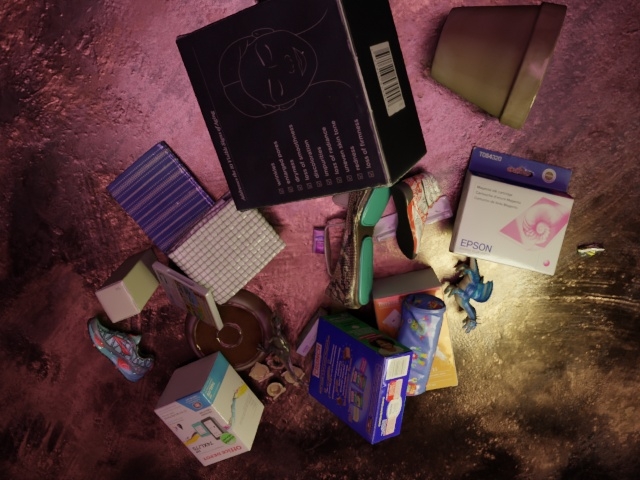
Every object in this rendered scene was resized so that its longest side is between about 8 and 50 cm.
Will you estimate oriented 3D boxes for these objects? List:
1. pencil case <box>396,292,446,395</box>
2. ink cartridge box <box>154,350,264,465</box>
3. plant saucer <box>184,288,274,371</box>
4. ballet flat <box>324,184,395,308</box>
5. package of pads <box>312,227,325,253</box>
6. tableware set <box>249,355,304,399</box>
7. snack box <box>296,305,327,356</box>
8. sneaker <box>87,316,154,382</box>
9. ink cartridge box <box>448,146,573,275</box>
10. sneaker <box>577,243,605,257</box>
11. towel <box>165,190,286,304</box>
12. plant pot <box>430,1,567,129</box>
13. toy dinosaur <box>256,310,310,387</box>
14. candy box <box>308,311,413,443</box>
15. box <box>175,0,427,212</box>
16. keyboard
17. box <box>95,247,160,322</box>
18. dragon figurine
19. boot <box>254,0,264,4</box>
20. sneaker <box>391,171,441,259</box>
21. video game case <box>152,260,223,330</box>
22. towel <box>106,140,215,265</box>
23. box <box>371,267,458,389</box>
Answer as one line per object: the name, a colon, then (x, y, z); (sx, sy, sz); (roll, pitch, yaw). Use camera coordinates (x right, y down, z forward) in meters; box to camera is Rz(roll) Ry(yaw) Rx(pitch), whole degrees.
pencil case: (0.274, 0.304, 1.667); (0.133, 0.119, 0.306); (14, 108, 11)
ink cartridge box: (-0.353, 0.546, 1.849); (0.198, 0.197, 0.270); (-26, 111, 21)
plant saucer: (-0.300, 0.307, 1.883); (0.310, 0.050, 0.311); (0, 108, 1)
ballet flat: (0.099, -0.040, 1.713); (0.182, 0.164, 0.483); (15, 98, 27)
package of pads: (0.000, 0.000, 1.795); (0.050, 0.032, 0.083); (3, 107, 2)
tableware set: (-0.147, 0.454, 1.926); (0.141, 0.020, 0.169); (-39, 113, 7)
snack box: (-0.027, 0.295, 1.849); (0.037, 0.100, 0.141); (30, 104, -9)
sneaker: (-0.654, 0.337, 1.881); (0.125, 0.104, 0.262); (-39, 108, -7)
ink cartridge box: (0.581, -0.088, 1.711); (0.323, 0.071, 0.330); (12, 95, -4)
sneaker: (0.858, 0.034, 1.807); (0.083, 0.031, 0.035); (-4, 121, 6)
towel: (-0.283, 0.016, 1.709); (0.283, 0.121, 0.235); (-45, 107, -8)
plant pot: (0.458, -0.494, 1.523); (0.280, 0.323, 0.323); (20, 107, 11)
toy dinosaur: (-0.132, 0.362, 1.829); (0.118, 0.064, 0.268); (-19, 97, 38)
candy box: (0.110, 0.395, 1.693); (0.122, 0.317, 0.268); (-2, 106, -37)
box: (-0.039, -0.364, 1.455); (0.471, 0.297, 0.480); (-7, 109, 32)
keyboard: (0.284, -0.067, 1.785); (0.255, 0.014, 0.072); (-19, 101, 6)
box: (-0.562, 0.128, 1.708); (0.094, 0.275, 0.113); (-22, 106, 8)
dragon figurine: (0.490, 0.145, 1.805); (0.144, 0.085, 0.289); (25, 94, -8)
boot: (-0.109, -0.741, 1.519); (0.095, 0.123, 0.258); (19, 106, -6)
sneaker: (0.303, -0.077, 1.726); (0.145, 0.090, 0.270); (-28, 126, -23)
video game case: (-0.402, 0.172, 1.742); (0.206, 0.026, 0.227); (26, 149, 19)
towel: (-0.465, -0.109, 1.766); (0.243, 0.040, 0.336); (-37, 101, 12)
box: (0.294, 0.290, 1.812); (0.214, 0.168, 0.346); (-12, 106, 4)
